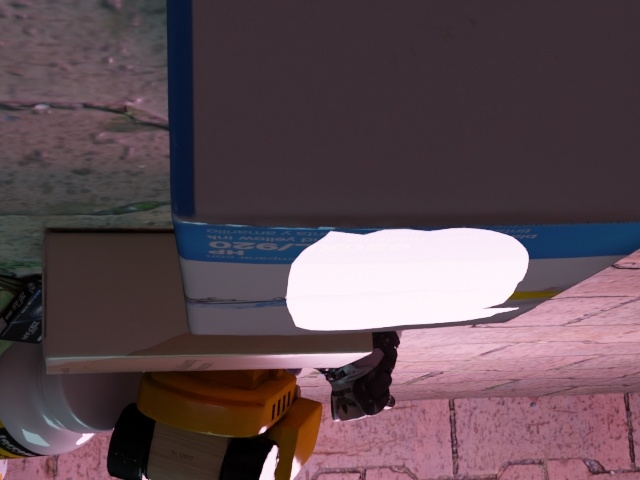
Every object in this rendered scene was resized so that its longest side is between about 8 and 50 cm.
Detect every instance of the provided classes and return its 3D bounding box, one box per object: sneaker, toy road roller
[{"bbox_3d":[0.018,0.177,1.564,0.269,0.153,0.101,9,163,-42],"label":"sneaker"},{"bbox_3d":[-0.116,0.188,1.428,0.203,0.240,0.329,13,-173,12],"label":"toy road roller"}]

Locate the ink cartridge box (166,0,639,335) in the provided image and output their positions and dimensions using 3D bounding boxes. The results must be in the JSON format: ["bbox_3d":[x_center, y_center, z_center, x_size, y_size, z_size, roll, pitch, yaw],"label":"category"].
[{"bbox_3d":[0.022,-0.059,0.469,0.168,0.171,0.232,-1,167,-6],"label":"ink cartridge box"}]

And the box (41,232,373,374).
[{"bbox_3d":[-0.117,0.064,1.103,0.311,0.121,0.148,0,168,-12],"label":"box"}]

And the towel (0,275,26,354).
[{"bbox_3d":[-0.384,0.099,1.253,0.148,0.027,0.110,-45,151,5],"label":"towel"}]

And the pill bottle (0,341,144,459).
[{"bbox_3d":[-0.401,0.196,1.482,0.334,0.188,0.188,-13,164,36],"label":"pill bottle"}]

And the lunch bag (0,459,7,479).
[{"bbox_3d":[-0.645,0.301,1.773,0.303,0.243,0.115,-3,168,4],"label":"lunch bag"}]

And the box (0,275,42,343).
[{"bbox_3d":[-0.321,0.079,1.254,0.083,0.018,0.067,-49,151,12],"label":"box"}]

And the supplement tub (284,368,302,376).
[{"bbox_3d":[-0.125,0.176,1.646,0.198,0.106,0.106,-10,166,27],"label":"supplement tub"}]
